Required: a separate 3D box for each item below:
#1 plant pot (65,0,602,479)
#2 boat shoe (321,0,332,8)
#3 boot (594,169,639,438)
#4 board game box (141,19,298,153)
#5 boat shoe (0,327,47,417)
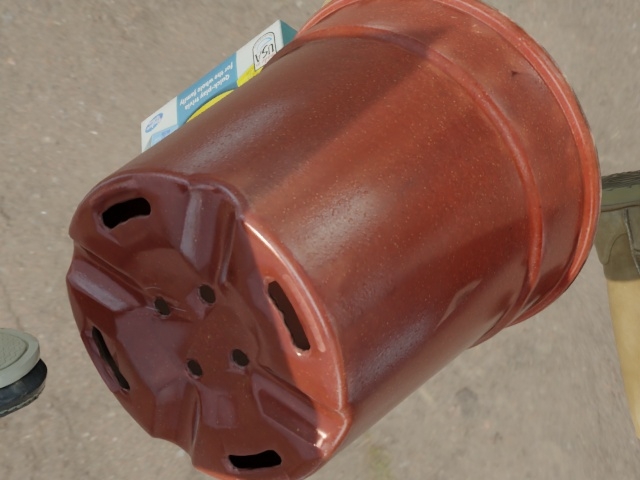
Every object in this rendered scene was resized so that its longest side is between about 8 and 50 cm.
[{"bbox_3d":[0.000,0.000,0.676,0.272,0.265,0.273,19,125,29],"label":"plant pot"},{"bbox_3d":[0.027,-0.130,0.833,0.073,0.073,0.207,55,145,21],"label":"boat shoe"},{"bbox_3d":[0.364,0.061,0.984,0.089,0.236,0.270,-24,101,-32],"label":"boot"},{"bbox_3d":[-0.099,-0.057,1.246,0.253,0.079,0.336,-31,50,31],"label":"board game box"},{"bbox_3d":[-0.248,0.111,0.630,0.233,0.084,0.079,-20,108,24],"label":"boat shoe"}]
